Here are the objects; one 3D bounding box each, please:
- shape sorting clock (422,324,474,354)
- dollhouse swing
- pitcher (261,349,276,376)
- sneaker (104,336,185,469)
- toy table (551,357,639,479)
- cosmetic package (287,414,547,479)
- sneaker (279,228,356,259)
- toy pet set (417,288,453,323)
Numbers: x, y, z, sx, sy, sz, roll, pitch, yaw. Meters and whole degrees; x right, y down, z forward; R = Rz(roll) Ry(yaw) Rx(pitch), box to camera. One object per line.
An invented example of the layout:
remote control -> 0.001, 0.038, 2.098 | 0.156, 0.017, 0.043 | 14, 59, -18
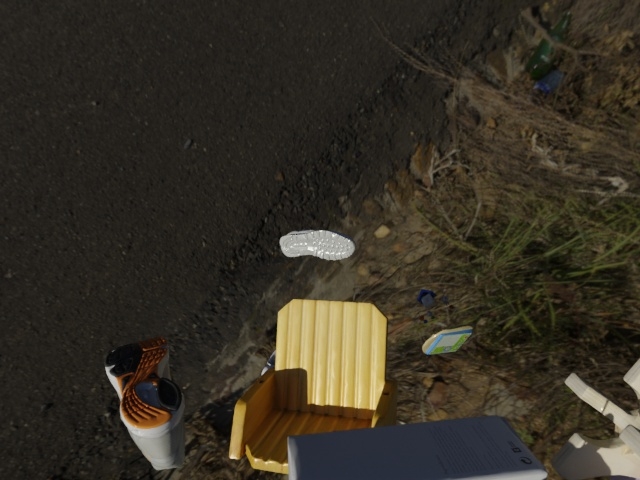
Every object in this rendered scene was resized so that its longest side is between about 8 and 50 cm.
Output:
shape sorting clock -> 0.480, 0.373, 1.722 | 0.207, 0.206, 0.040 | -11, 51, -6
dollhouse swing -> -0.004, 0.325, 1.085 | 0.347, 0.315, 0.304 | 2, 98, 17
pitcher -> -0.151, 0.518, 1.632 | 0.126, 0.178, 0.206 | 3, 104, 28
sneaker -> -0.267, 0.247, 0.703 | 0.100, 0.262, 0.120 | -12, 111, -22
toy table -> 0.509, 0.314, 0.721 | 0.161, 0.252, 0.274 | 33, 88, 0
cosmetic package -> 0.142, 0.432, 0.742 | 0.386, 0.156, 0.217 | 0, 103, -6
sneaker -> 0.000, 0.000, 1.334 | 0.235, 0.095, 0.089 | 5, 108, 26
toy pet set -> 0.384, 0.221, 1.605 | 0.122, 0.114, 0.065 | -35, 47, 18
